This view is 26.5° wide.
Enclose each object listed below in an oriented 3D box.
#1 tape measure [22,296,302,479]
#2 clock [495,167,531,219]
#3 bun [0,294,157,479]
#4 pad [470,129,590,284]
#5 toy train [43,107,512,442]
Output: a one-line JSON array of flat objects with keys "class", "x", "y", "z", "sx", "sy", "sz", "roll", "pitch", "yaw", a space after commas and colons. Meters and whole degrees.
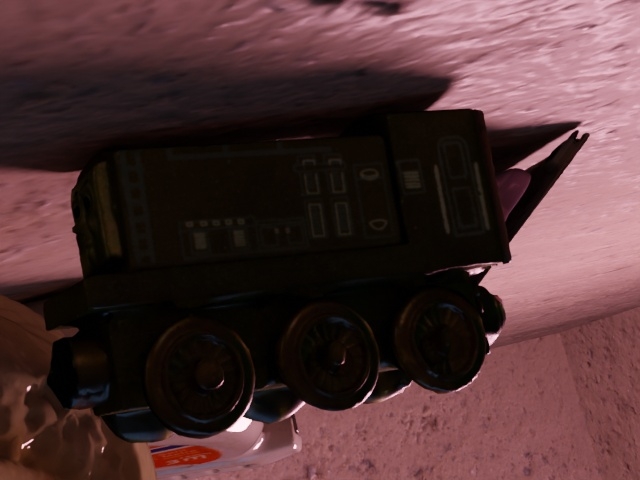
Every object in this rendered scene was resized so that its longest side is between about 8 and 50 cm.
[{"class": "tape measure", "x": -0.163, "y": 0.116, "z": 0.999, "sx": 0.258, "sy": 0.130, "sz": 0.265, "roll": -12, "pitch": 161, "yaw": 7}, {"class": "clock", "x": 0.058, "y": 0.000, "z": 0.813, "sx": 0.110, "sy": 0.050, "sz": 0.153, "roll": -53, "pitch": -175, "yaw": -23}, {"class": "bun", "x": -0.263, "y": 0.117, "z": 0.631, "sx": 0.364, "sy": 0.202, "sz": 0.364, "roll": -14, "pitch": 178, "yaw": -1}, {"class": "pad", "x": 0.071, "y": 0.017, "z": 0.904, "sx": 0.159, "sy": 0.009, "sz": 0.265, "roll": -51, "pitch": -173, "yaw": -23}, {"class": "toy train", "x": -0.018, "y": 0.014, "z": 0.620, "sx": 0.226, "sy": 0.137, "sz": 0.090, "roll": -5, "pitch": 172, "yaw": -29}]
